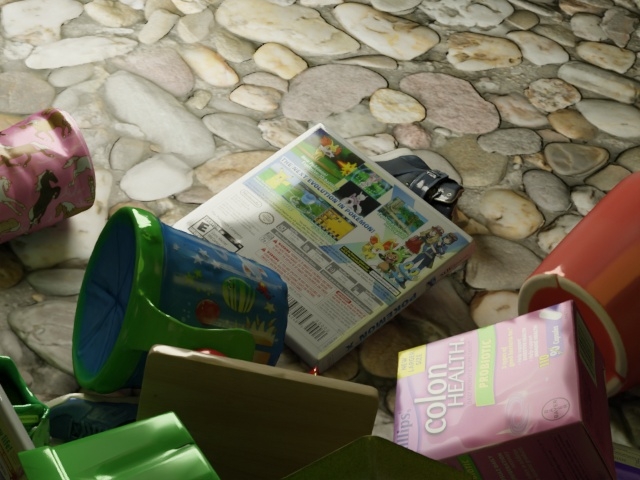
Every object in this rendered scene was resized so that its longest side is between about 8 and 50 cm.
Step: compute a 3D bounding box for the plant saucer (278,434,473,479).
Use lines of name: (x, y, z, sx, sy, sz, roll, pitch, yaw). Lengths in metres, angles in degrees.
plant saucer: (0.041, 0.281, 1.531, 0.188, 0.188, 0.045, 28, 39, -44)

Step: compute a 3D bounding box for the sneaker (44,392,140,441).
sneaker: (-0.267, 0.231, 1.769, 0.152, 0.058, 0.084, 2, 31, -23)

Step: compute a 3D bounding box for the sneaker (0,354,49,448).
sneaker: (-0.358, 0.251, 1.668, 0.109, 0.123, 0.295, -8, 44, -24)

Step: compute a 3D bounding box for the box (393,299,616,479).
box: (0.221, 0.213, 1.786, 0.243, 0.117, 0.213, -19, 34, 21)

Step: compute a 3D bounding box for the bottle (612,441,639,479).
bottle: (0.427, 0.327, 1.794, 0.282, 0.118, 0.092, 16, 38, 5)

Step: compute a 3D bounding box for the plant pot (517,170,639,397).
plant pot: (0.422, 0.076, 2.007, 0.243, 0.275, 0.275, -32, 56, -30)

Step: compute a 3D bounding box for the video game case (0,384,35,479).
video game case: (-0.415, 0.248, 1.635, 0.212, 0.193, 0.023, 50, 9, 38)

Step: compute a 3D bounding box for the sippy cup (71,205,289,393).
sippy cup: (-0.169, 0.094, 1.838, 0.224, 0.240, 0.305, 14, 42, -23)

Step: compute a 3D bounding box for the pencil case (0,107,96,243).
pencil case: (-0.496, -0.063, 1.992, 0.386, 0.167, 0.160, -20, 14, -34)

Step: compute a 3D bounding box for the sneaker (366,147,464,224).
sneaker: (0.114, -0.060, 2.207, 0.226, 0.086, 0.163, -22, 47, -37)

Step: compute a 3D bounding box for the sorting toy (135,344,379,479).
sorting toy: (-0.082, 0.242, 1.665, 0.257, 0.255, 0.089, 12, 23, -1)

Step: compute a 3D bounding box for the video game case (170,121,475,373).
video game case: (0.000, 0.000, 2.076, 0.300, 0.036, 0.329, -36, 57, -22)

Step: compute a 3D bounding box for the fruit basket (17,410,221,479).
fruit basket: (-0.223, 0.370, 1.411, 0.392, 0.283, 0.392, -17, 34, 12)
